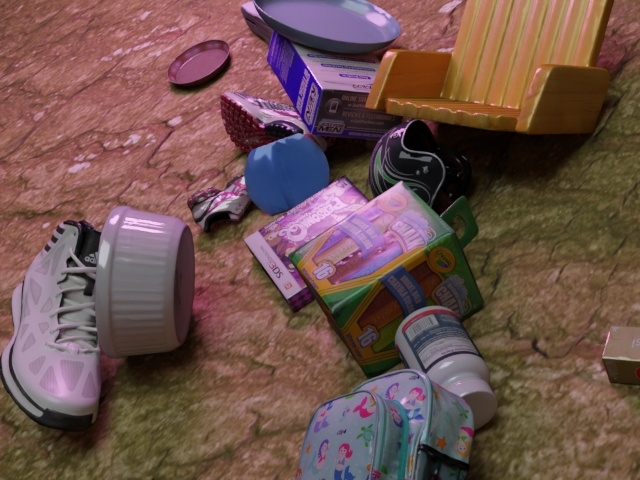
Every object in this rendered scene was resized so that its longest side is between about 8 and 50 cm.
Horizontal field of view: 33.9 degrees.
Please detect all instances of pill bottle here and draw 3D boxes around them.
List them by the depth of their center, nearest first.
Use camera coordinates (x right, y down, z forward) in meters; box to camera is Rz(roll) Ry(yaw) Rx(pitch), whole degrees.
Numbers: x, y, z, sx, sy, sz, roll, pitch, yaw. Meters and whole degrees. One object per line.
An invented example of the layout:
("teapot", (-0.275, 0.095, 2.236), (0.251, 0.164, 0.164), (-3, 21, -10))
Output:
("pill bottle", (0.186, 0.189, 1.533), (0.108, 0.108, 0.180), (-27, 39, 2))

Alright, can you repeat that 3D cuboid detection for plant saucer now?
("plant saucer", (0.010, -0.459, 2.188), (0.318, 0.043, 0.317), (11, 31, -7))
("plant saucer", (-0.291, -0.425, 2.543), (0.168, 0.029, 0.168), (-17, 40, 15))

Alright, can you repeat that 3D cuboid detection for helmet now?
("helmet", (0.163, -0.118, 1.829), (0.161, 0.169, 0.169), (33, 67, 25))

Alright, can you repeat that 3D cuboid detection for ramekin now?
("ramekin", (-0.298, 0.074, 1.831), (0.127, 0.273, 0.273), (2, 44, 2))

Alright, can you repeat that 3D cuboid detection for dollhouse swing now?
("dollhouse swing", (0.314, -0.362, 1.873), (0.347, 0.305, 0.315), (17, 16, 40))

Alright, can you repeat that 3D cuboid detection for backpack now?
("backpack", (0.084, 0.294, 1.382), (0.225, 0.191, 0.253), (-26, 35, 49))

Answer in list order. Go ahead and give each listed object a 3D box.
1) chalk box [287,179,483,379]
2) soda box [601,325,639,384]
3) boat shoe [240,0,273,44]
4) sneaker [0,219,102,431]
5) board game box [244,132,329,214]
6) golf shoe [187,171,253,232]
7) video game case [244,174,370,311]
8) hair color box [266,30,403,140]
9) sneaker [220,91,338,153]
("chalk box", (0.132, 0.044, 1.666), (0.289, 0.180, 0.179), (-33, 39, -4))
("soda box", (0.482, 0.161, 1.429), (0.181, 0.058, 0.061), (2, 48, 31))
("boat shoe", (-0.101, -0.520, 2.475), (0.094, 0.109, 0.302), (-32, 36, -7))
("sneaker", (-0.447, 0.113, 1.854), (0.257, 0.169, 0.447), (-61, 31, 23))
("board game box", (-0.064, -0.130, 2.044), (0.169, 0.133, 0.033), (-19, -1, 10))
("golf shoe", (-0.165, -0.079, 2.078), (0.186, 0.067, 0.086), (-26, 71, -5))
("video game case", (0.000, 0.000, 1.900), (0.232, 0.042, 0.210), (-33, 40, -5))
("hair color box", (0.027, -0.329, 2.128), (0.185, 0.110, 0.339), (2, 31, -22))
("sneaker", (-0.092, -0.235, 2.161), (0.299, 0.121, 0.112), (28, 48, 34))
